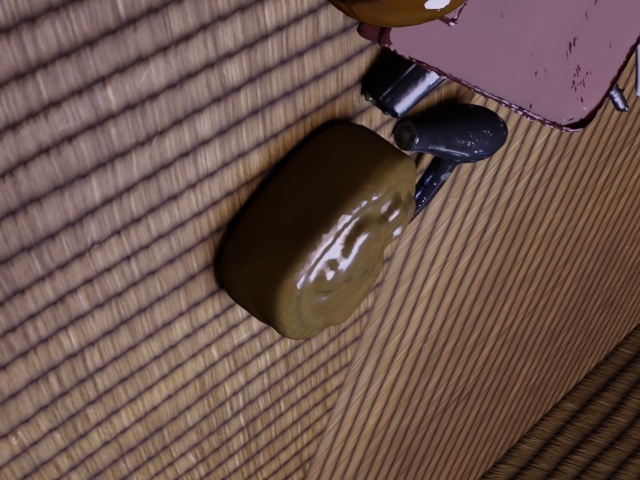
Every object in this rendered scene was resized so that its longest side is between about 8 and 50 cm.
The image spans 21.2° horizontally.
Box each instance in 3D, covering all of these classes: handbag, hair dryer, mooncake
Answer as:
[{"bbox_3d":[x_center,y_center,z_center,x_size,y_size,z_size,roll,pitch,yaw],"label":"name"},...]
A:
[{"bbox_3d":[0.203,-0.258,1.650,0.275,0.084,0.260,19,109,-31],"label":"handbag"},{"bbox_3d":[0.115,-0.069,2.031,0.195,0.075,0.219,-8,140,-52],"label":"hair dryer"},{"bbox_3d":[0.000,0.000,1.777,0.235,0.117,0.235,-48,163,-19],"label":"mooncake"},{"bbox_3d":[0.233,-0.194,1.850,0.303,0.120,0.359,-50,136,5],"label":"hair dryer"}]

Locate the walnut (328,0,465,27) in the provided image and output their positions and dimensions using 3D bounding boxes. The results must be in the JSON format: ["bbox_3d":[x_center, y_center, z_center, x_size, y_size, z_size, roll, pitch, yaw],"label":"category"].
[{"bbox_3d":[0.077,-0.271,1.419,0.207,0.167,0.167,-48,161,-22],"label":"walnut"}]

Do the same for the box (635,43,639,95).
[{"bbox_3d":[0.402,-0.322,1.873,0.200,0.106,0.299,47,46,-75],"label":"box"}]
